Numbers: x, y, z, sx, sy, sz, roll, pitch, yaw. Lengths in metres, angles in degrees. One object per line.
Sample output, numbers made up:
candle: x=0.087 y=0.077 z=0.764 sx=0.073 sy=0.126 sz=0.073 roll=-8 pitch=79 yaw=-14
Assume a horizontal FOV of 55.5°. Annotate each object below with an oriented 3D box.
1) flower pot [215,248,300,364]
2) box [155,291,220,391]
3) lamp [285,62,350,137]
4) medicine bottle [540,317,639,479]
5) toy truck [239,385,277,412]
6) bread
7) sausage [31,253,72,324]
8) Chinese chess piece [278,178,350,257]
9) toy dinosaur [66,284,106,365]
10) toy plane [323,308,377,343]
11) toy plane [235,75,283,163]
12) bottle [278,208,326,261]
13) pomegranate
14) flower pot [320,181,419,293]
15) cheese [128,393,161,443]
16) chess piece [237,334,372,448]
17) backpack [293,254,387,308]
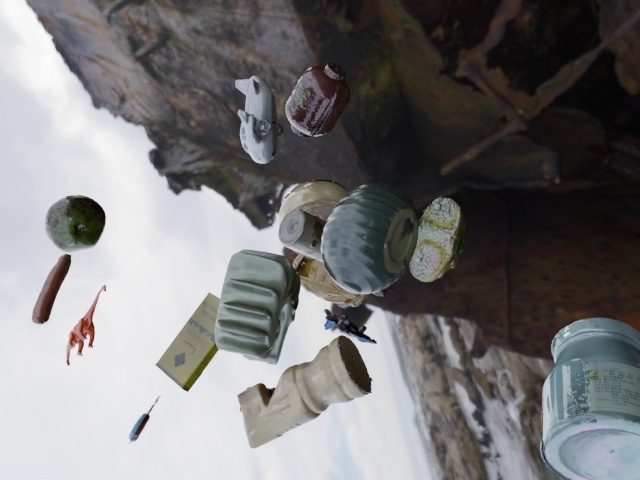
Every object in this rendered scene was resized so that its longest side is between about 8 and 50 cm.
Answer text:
flower pot: x=-0.150 y=0.175 z=1.547 sx=0.367 sy=0.165 sz=0.254 roll=66 pitch=-145 yaw=-74
box: x=-0.369 y=0.302 z=1.848 sx=0.153 sy=0.279 sz=0.041 roll=26 pitch=166 yaw=39
lamp: x=-0.008 y=-0.428 z=1.901 sx=0.258 sy=0.180 sz=0.180 roll=-56 pitch=29 yaw=33
medicine bottle: x=0.584 y=0.328 z=1.261 sx=0.290 sy=0.245 sz=0.245 roll=-68 pitch=-33 yaw=-49
toy truck: x=-0.147 y=0.415 z=1.579 sx=0.052 sy=0.123 sz=0.062 roll=-111 pitch=25 yaw=-57
bread: x=0.384 y=0.000 z=1.880 sx=0.156 sy=0.158 sz=0.260 roll=1 pitch=-77 yaw=-48
sausage: x=-0.627 y=0.112 z=1.425 sx=0.047 sy=0.040 sz=0.176 roll=61 pitch=-137 yaw=-66
Chinese chess piece: x=-0.001 y=-0.065 z=1.967 sx=0.112 sy=0.270 sz=0.270 roll=-95 pitch=-11 yaw=-50
toy dinosaur: x=-0.629 y=0.236 z=1.622 sx=0.055 sy=0.279 sz=0.101 roll=23 pitch=-151 yaw=-42
toy plane: x=0.123 y=0.351 z=2.438 sx=0.169 sy=0.246 sz=0.078 roll=-110 pitch=42 yaw=-81
toy plane: x=-0.180 y=-0.349 z=1.761 sx=0.252 sy=0.118 sz=0.252 roll=-4 pitch=-90 yaw=-78
bottle: x=0.000 y=0.000 z=1.824 sx=0.253 sy=0.120 sz=0.120 roll=25 pitch=-140 yaw=-42
pomegranate: x=-0.888 y=-0.073 z=2.201 sx=0.248 sy=0.214 sz=0.214 roll=39 pitch=153 yaw=53
flower pot: x=0.104 y=-0.007 z=1.232 sx=0.189 sy=0.157 sz=0.243 roll=49 pitch=-121 yaw=-41
cheese: x=-0.632 y=0.645 z=2.189 sx=0.037 sy=0.106 sz=0.256 roll=30 pitch=-164 yaw=-3
chess piece: x=-0.044 y=0.325 z=1.275 sx=0.137 sy=0.301 sz=0.137 roll=51 pitch=-164 yaw=-21
backpack: x=0.098 y=0.057 z=2.264 sx=0.353 sy=0.378 sz=0.201 roll=28 pitch=175 yaw=27
